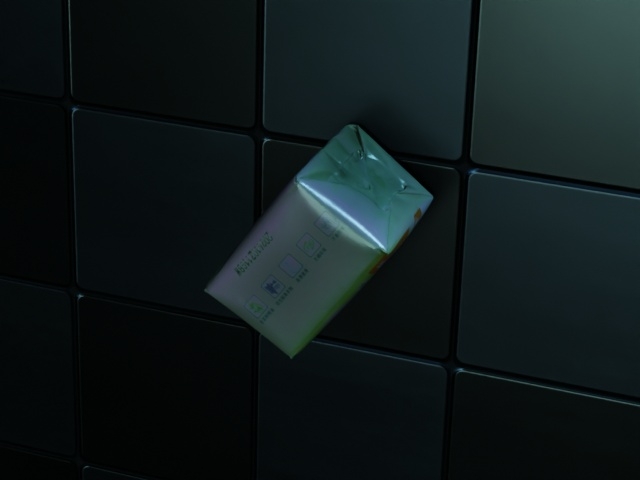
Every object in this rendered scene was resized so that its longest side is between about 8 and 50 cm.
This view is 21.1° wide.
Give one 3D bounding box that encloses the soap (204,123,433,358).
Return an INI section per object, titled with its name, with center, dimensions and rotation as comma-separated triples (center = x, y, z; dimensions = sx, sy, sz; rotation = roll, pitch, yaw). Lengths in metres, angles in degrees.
[soap]
center = 0.000, 0.000, 1.923
dimensions = 0.138, 0.182, 0.199
rotation = 42, 121, 1
